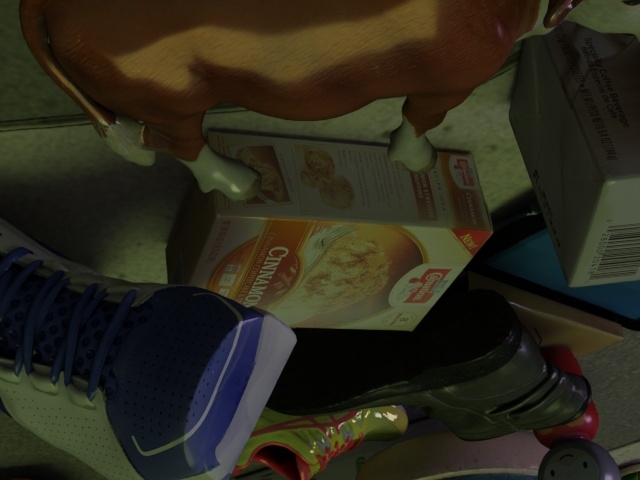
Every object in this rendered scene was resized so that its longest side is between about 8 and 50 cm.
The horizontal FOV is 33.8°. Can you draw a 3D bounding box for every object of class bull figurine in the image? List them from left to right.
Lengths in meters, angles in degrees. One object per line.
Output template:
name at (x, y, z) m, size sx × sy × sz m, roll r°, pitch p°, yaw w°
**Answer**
bull figurine at (0.018, -0.102, 0.522) m, size 0.310 × 0.101 × 0.188 m, roll -2°, pitch 155°, yaw -1°

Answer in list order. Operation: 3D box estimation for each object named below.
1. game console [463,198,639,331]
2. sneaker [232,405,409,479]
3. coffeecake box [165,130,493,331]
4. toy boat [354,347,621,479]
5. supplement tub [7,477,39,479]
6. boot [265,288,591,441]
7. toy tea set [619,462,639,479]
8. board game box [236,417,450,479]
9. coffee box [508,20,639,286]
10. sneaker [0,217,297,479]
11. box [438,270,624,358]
game console at (0.290, 0.051, 0.789) m, size 0.293 × 0.250 × 0.173 m, roll 18°, pitch 114°, yaw -37°
sneaker at (-0.009, 0.190, 1.007) m, size 0.208 × 0.094 × 0.081 m, roll 4°, pitch 145°, yaw -23°
coffeecake box at (0.000, 0.000, 0.720) m, size 0.185 × 0.068 × 0.142 m, roll 3°, pitch 147°, yaw -19°
toy boat at (0.175, 0.236, 0.984) m, size 0.267 × 0.148 × 0.318 m, roll 4°, pitch 144°, yaw -15°
supplement tub at (-0.311, 0.332, 1.143) m, size 0.117 × 0.117 × 0.190 m, roll -5°, pitch 148°, yaw -6°
boot at (0.081, 0.126, 0.858) m, size 0.246 × 0.083 × 0.161 m, roll -14°, pitch 140°, yaw 30°
toy tea set at (0.452, 0.384, 1.411) m, size 0.200 × 0.124 × 0.336 m, roll 5°, pitch 147°, yaw -21°
board game box at (0.079, 0.280, 1.216) m, size 0.305 × 0.053 × 0.193 m, roll -22°, pitch 146°, yaw 21°
coffee box at (0.249, -0.066, 0.601) m, size 0.246 × 0.141 × 0.098 m, roll -6°, pitch 142°, yaw -6°
sneaker at (-0.181, 0.058, 0.645) m, size 0.315 × 0.127 × 0.182 m, roll 5°, pitch 155°, yaw 49°
box at (0.136, 0.083, 0.914) m, size 0.201 × 0.021 × 0.164 m, roll 19°, pitch 148°, yaw -37°
